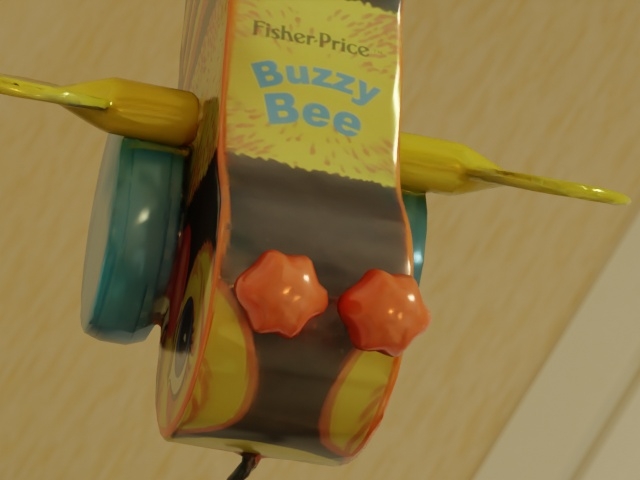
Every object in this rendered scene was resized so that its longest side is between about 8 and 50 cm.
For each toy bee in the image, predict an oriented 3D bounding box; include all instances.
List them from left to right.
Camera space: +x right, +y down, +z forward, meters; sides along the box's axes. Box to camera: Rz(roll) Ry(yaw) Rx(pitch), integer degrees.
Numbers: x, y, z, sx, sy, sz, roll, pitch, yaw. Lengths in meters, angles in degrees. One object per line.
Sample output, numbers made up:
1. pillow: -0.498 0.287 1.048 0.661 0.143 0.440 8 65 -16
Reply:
1. toy bee: 0.000 0.000 0.514 0.195 0.298 0.162 -11 -12 -19
